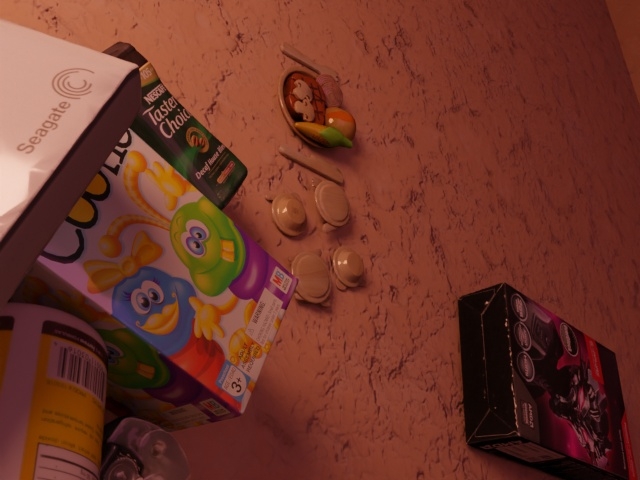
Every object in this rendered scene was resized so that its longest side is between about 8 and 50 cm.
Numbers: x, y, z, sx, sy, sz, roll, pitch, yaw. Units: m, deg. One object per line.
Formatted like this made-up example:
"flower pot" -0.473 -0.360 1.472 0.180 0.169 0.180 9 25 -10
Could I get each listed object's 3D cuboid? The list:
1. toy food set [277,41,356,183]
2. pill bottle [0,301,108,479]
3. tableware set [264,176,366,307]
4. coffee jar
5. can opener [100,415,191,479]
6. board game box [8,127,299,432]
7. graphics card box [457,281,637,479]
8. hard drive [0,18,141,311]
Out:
"toy food set" -0.002 -0.184 0.896 0.132 0.038 0.192 21 57 -40
"pill bottle" -0.192 0.152 0.387 0.117 0.117 0.215 27 40 -37
"tableware set" 0.000 0.000 0.821 0.141 0.020 0.169 -6 77 -47
"coffee jar" -0.163 -0.101 0.648 0.184 0.079 0.096 47 43 -20
"can opener" -0.197 0.249 0.453 0.076 0.095 0.283 50 54 -24
"board game box" -0.177 0.018 0.524 0.275 0.144 0.142 43 45 -23
"graphics card box" 0.362 0.240 1.036 0.371 0.094 0.233 29 52 -34
"hard drive" -0.311 -0.073 0.355 0.353 0.047 0.233 19 50 0
